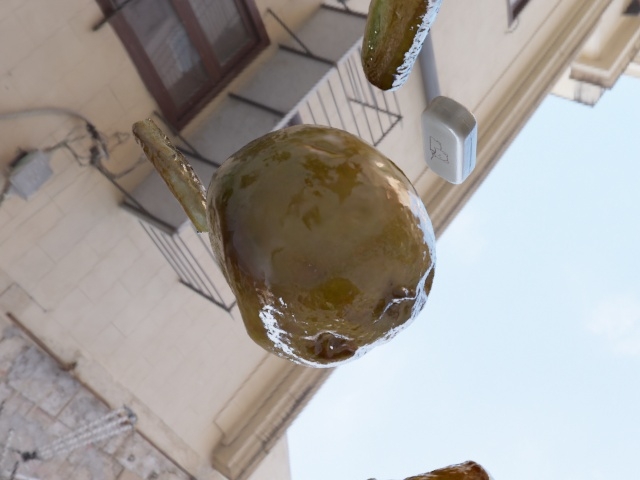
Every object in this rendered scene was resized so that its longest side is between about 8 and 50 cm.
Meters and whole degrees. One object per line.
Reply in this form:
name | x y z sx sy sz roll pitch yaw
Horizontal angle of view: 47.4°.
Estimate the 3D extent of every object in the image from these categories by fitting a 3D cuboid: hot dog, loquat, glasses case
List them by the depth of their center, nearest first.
hot dog | 0.074 -0.202 0.658 0.047 0.215 0.066 -40 -98 -12
loquat | 0.000 0.000 0.868 0.276 0.276 0.284 -30 -136 -6
glasses case | 0.206 -0.157 1.165 0.083 0.196 0.050 37 -101 23

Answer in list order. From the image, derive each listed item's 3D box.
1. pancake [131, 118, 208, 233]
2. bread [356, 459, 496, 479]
pancake | -0.237 -0.086 1.253 0.057 0.244 0.266 -30 -102 -10
bread | 0.099 0.302 0.620 0.143 0.269 0.195 -2 -133 -7
